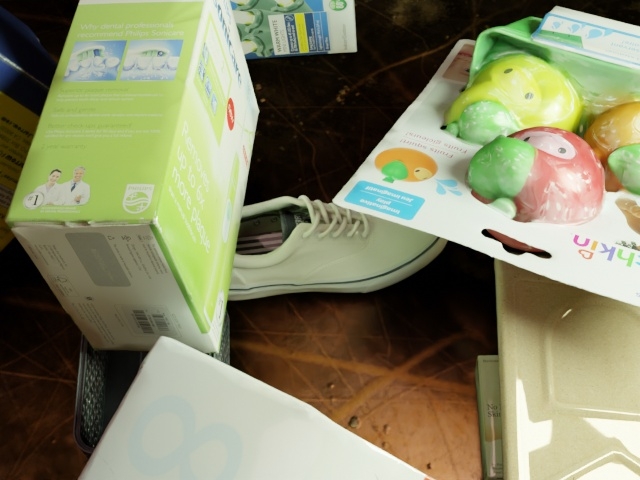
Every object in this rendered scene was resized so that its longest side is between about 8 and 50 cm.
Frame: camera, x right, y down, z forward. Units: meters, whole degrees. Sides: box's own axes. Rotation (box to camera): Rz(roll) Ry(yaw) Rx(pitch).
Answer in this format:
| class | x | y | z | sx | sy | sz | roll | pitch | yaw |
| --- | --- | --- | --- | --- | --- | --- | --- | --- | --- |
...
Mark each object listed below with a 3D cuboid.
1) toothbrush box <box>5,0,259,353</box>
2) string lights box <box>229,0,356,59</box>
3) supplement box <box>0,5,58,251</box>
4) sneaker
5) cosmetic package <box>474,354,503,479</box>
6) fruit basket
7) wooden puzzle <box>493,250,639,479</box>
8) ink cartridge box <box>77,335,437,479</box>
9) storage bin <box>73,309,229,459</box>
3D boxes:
| class | x | y | z | sx | sy | sz | roll | pitch | yaw |
| --- | --- | --- | --- | --- | --- | --- | --- | --- | --- |
| toothbrush box | -0.144 | -0.073 | 0.848 | 0.122 | 0.206 | 0.283 | 0 | 55 | 8 |
| string lights box | -0.092 | -0.276 | 1.112 | 0.260 | 0.133 | 0.076 | -4 | 58 | 4 |
| supplement box | -0.409 | -0.066 | 0.909 | 0.356 | 0.195 | 0.194 | -44 | 61 | 4 |
| sneaker | 0.000 | 0.000 | 0.954 | 0.258 | 0.091 | 0.094 | -12 | 58 | -2 |
| cosmetic package | 0.171 | 0.161 | 0.866 | 0.060 | 0.041 | 0.115 | -3 | 58 | 2 |
| fruit basket | 0.228 | -0.084 | 0.897 | 0.327 | 0.165 | 0.353 | 20 | 35 | 17 |
| wooden puzzle | 0.301 | 0.173 | 0.806 | 0.322 | 0.080 | 0.347 | 7 | 53 | -4 |
| ink cartridge box | -0.028 | 0.280 | 0.679 | 0.385 | 0.091 | 0.308 | 21 | 74 | 27 |
| storage bin | -0.150 | 0.121 | 0.898 | 0.122 | 0.084 | 0.180 | -5 | 58 | 2 |
